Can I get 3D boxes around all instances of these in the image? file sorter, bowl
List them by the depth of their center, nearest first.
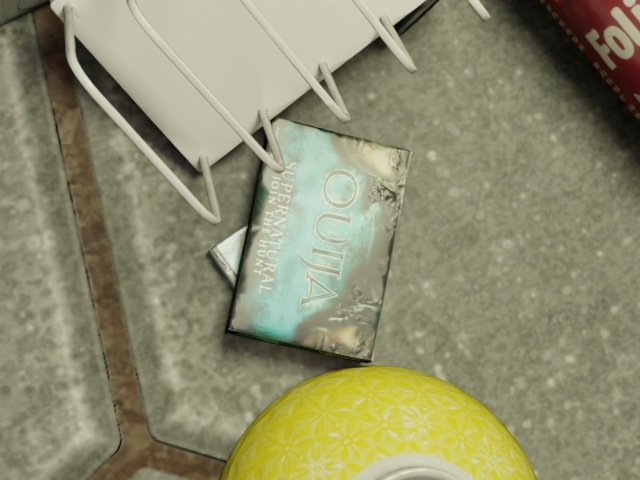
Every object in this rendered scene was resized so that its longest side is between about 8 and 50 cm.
[{"bbox_3d":[-0.040,-0.174,1.244,0.278,0.173,0.193,-37,116,10],"label":"file sorter"},{"bbox_3d":[0.061,0.238,1.287,0.290,0.156,0.289,2,81,-10],"label":"bowl"}]

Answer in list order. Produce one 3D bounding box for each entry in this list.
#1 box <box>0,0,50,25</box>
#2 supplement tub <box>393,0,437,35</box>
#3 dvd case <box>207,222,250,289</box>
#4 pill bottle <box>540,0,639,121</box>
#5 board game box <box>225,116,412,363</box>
[{"bbox_3d":[-0.224,-0.350,1.340,0.231,0.127,0.262,-26,86,-12],"label":"box"},{"bbox_3d":[0.023,-0.268,1.384,0.106,0.106,0.198,-42,90,-14],"label":"supplement tub"},{"bbox_3d":[-0.023,0.011,1.378,0.119,0.013,0.087,-34,89,-13],"label":"dvd case"},{"bbox_3d":[0.296,-0.245,1.373,0.224,0.224,0.392,-40,90,-14],"label":"pill bottle"},{"bbox_3d":[0.000,0.000,1.364,0.126,0.026,0.186,13,79,-9],"label":"board game box"}]
